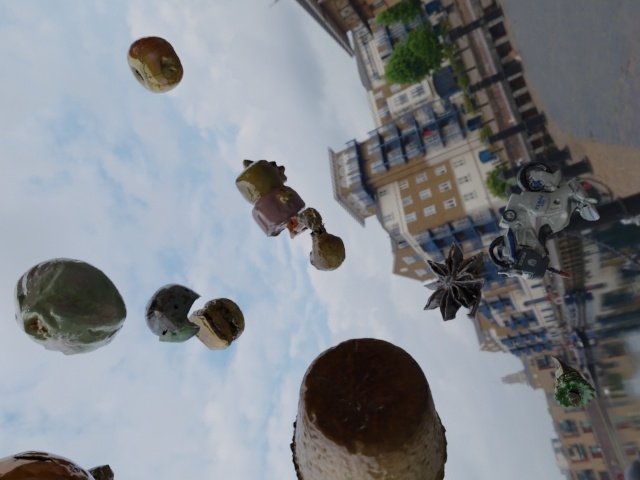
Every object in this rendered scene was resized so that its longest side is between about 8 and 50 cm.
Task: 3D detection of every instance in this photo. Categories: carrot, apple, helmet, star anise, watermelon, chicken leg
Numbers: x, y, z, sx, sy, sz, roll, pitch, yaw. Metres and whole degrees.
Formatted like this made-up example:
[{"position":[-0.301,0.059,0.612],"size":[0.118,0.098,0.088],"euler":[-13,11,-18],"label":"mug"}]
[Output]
[{"position":[-0.605,0.600,0.993],"size":[0.069,0.229,0.068],"euler":[-24,-90,-88],"label":"carrot"},{"position":[-0.433,-0.470,1.106],"size":[0.146,0.147,0.146],"euler":[45,-146,-42],"label":"apple"},{"position":[-0.448,0.188,1.210],"size":[0.107,0.177,0.153],"euler":[53,-148,-28],"label":"helmet"},{"position":[0.371,0.126,1.128],"size":[0.081,0.230,0.262],"euler":[34,-162,-29],"label":"star anise"},{"position":[-0.517,0.286,1.443],"size":[0.121,0.097,0.158],"euler":[6,-145,-52],"label":"watermelon"},{"position":[0.003,0.001,1.153],"size":[0.087,0.107,0.251],"euler":[38,164,37],"label":"chicken leg"}]

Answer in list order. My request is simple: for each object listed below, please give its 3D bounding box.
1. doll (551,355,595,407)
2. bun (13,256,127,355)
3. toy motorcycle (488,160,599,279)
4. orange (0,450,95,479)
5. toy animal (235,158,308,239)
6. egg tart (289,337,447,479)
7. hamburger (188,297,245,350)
[{"position":[0.555,0.303,0.912],"size":[0.078,0.077,0.113],"euler":[53,-138,-14],"label":"doll"},{"position":[-0.685,0.197,1.107],"size":[0.293,0.293,0.187],"euler":[59,-159,-23],"label":"bun"},{"position":[0.404,-0.027,0.752],"size":[0.221,0.150,0.102],"euler":[-68,-17,1],"label":"toy motorcycle"},{"position":[-0.453,0.443,0.614],"size":[0.246,0.246,0.246],"euler":[45,-146,-42],"label":"orange"},{"position":[-0.152,-0.134,1.280],"size":[0.169,0.195,0.281],"euler":[-25,-98,-25],"label":"toy animal"},{"position":[0.059,0.230,0.536],"size":[0.215,0.216,0.170],"euler":[-77,-16,-50],"label":"egg tart"},{"position":[-0.463,0.377,1.879],"size":[0.163,0.245,0.244],"euler":[-46,-65,-44],"label":"hamburger"}]
